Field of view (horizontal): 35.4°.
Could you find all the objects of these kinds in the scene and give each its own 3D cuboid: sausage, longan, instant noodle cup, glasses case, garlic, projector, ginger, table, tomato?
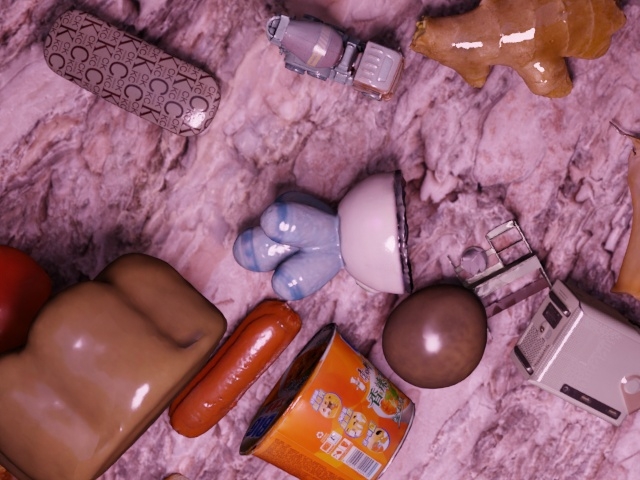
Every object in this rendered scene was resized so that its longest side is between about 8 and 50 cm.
[{"bbox_3d":[-0.167,0.250,1.923,0.102,0.102,0.330,42,95,2],"label":"sausage"},{"bbox_3d":[0.211,0.178,1.831,0.198,0.198,0.212,41,129,2],"label":"longan"},{"bbox_3d":[0.021,0.329,1.830,0.214,0.296,0.296,37,95,-6],"label":"instant noodle cup"},{"bbox_3d":[-0.359,-0.318,1.914,0.354,0.085,0.137,27,96,3],"label":"glasses case"},{"bbox_3d":[0.627,-0.053,1.826,0.196,0.151,0.339,0,91,17],"label":"garlic"},{"bbox_3d":[0.493,0.206,1.812,0.242,0.163,0.177,28,104,-12],"label":"projector"},{"bbox_3d":[0.369,-0.375,1.860,0.375,0.166,0.236,-15,129,28],"label":"ginger"},{"bbox_3d":[0.343,0.072,1.889,0.146,0.062,0.175,-29,93,6],"label":"table"},{"bbox_3d":[-0.621,0.127,1.872,0.260,0.260,0.180,-48,127,5],"label":"tomato"}]

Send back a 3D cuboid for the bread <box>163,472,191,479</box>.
[{"bbox_3d":[-0.283,0.501,1.954,0.076,0.070,0.083,25,93,2],"label":"bread"}]

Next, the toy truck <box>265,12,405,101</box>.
[{"bbox_3d":[0.027,-0.345,1.854,0.256,0.140,0.108,22,94,3],"label":"toy truck"}]

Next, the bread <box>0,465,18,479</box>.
[{"bbox_3d":[-0.685,0.514,1.969,0.274,0.114,0.185,-35,90,3],"label":"bread"}]

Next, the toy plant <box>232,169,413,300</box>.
[{"bbox_3d":[0.000,0.000,1.837,0.332,0.247,0.247,-7,92,7],"label":"toy plant"}]

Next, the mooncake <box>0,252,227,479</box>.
[{"bbox_3d":[-0.390,0.235,1.770,0.262,0.467,0.467,44,95,4],"label":"mooncake"}]
